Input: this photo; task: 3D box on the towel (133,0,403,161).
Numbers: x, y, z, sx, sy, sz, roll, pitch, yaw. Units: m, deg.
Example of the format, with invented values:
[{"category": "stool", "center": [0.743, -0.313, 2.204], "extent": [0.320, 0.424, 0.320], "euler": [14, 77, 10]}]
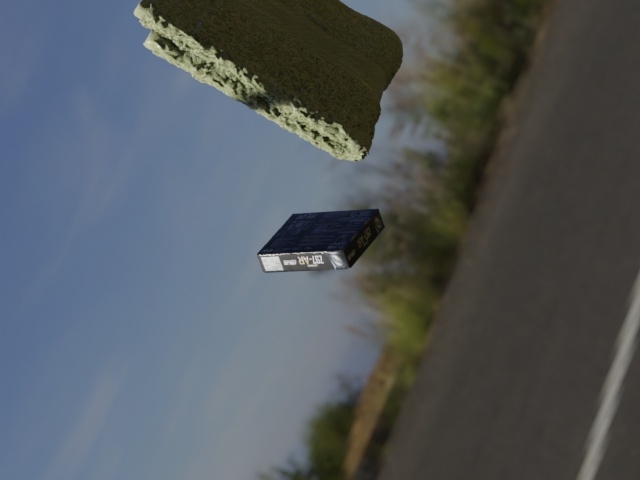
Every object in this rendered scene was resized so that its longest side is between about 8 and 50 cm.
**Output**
[{"category": "towel", "center": [-0.025, -0.111, 1.070], "extent": [0.027, 0.148, 0.110], "euler": [-47, 16, 42]}]

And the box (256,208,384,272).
[{"category": "box", "center": [0.000, 0.000, 1.570], "extent": [0.067, 0.083, 0.018], "euler": [-50, -52, -48]}]
